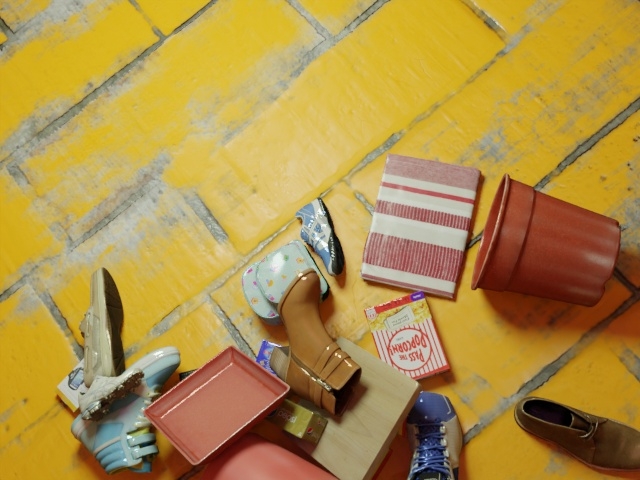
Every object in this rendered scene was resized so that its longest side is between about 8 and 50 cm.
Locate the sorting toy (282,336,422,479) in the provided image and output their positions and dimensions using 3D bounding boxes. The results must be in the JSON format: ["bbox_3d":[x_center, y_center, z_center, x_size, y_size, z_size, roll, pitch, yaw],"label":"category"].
[{"bbox_3d":[0.082,0.382,1.768,0.257,0.089,0.256,26,82,46],"label":"sorting toy"}]

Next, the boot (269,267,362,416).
[{"bbox_3d":[-0.001,0.223,1.748,0.220,0.109,0.284,31,109,39],"label":"boot"}]

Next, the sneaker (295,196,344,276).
[{"bbox_3d":[0.000,0.000,1.960,0.081,0.080,0.211,-23,60,9],"label":"sneaker"}]

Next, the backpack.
[{"bbox_3d":[-0.091,0.104,1.903,0.188,0.144,0.166,-31,75,2],"label":"backpack"}]

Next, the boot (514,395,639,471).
[{"bbox_3d":[0.564,0.410,1.706,0.305,0.115,0.112,18,74,14],"label":"boot"}]

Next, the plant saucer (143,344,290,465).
[{"bbox_3d":[-0.225,0.366,1.770,0.259,0.048,0.258,-37,35,-22],"label":"plant saucer"}]

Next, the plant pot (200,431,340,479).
[{"bbox_3d":[-0.114,0.556,1.710,0.243,0.275,0.275,33,80,29],"label":"plant pot"}]

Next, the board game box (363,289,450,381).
[{"bbox_3d":[0.199,0.231,1.861,0.146,0.045,0.194,-19,70,3],"label":"board game box"}]

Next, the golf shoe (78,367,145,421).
[{"bbox_3d":[-0.480,0.328,1.815,0.176,0.069,0.086,-37,62,5],"label":"golf shoe"}]

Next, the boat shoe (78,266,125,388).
[{"bbox_3d":[-0.542,0.209,1.957,0.098,0.109,0.302,-15,66,6],"label":"boat shoe"}]

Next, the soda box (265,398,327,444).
[{"bbox_3d":[-0.073,0.388,1.786,0.181,0.058,0.061,15,74,44],"label":"soda box"}]

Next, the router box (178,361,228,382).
[{"bbox_3d":[-0.268,0.348,1.908,0.122,0.038,0.092,-14,70,5],"label":"router box"}]

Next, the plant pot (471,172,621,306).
[{"bbox_3d":[0.499,0.015,1.778,0.265,0.272,0.273,16,76,6],"label":"plant pot"}]

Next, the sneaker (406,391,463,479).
[{"bbox_3d":[0.243,0.476,1.703,0.127,0.182,0.316,-2,72,7],"label":"sneaker"}]

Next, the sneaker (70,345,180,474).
[{"bbox_3d":[-0.406,0.413,1.869,0.319,0.127,0.208,-44,69,5],"label":"sneaker"}]

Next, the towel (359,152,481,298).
[{"bbox_3d":[0.241,-0.040,1.948,0.237,0.037,0.329,12,76,11],"label":"towel"}]

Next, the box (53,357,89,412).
[{"bbox_3d":[-0.576,0.344,1.969,0.081,0.028,0.136,40,80,19],"label":"box"}]

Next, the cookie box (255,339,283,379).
[{"bbox_3d":[-0.110,0.301,1.894,0.091,0.040,0.107,16,76,14],"label":"cookie box"}]
